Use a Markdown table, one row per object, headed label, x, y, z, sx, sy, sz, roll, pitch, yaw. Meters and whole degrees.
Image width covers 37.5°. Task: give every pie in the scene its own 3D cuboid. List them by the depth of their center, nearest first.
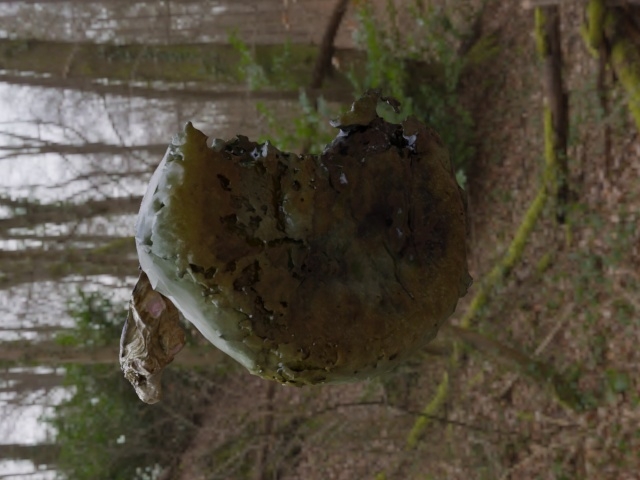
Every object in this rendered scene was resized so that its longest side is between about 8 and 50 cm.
| label | x | y | z | sx | sy | sz | roll | pitch | yaw |
| --- | --- | --- | --- | --- | --- | --- | --- | --- | --- |
| pie | 0.000 | 0.000 | 0.953 | 0.078 | 0.371 | 0.297 | -29 | 76 | 61 |

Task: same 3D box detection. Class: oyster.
| label | x | y | z | sx | sy | sz | roll | pitch | yaw |
| --- | --- | --- | --- | --- | --- | --- | --- | --- | --- |
| oyster | -0.210 | 0.125 | 1.234 | 0.163 | 0.081 | 0.191 | -67 | -11 | -60 |
